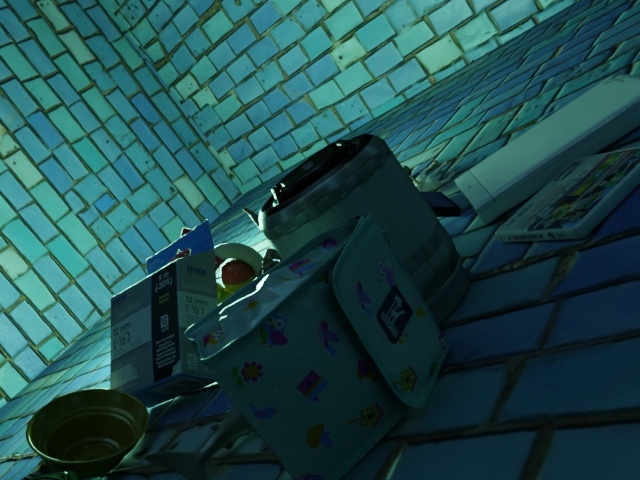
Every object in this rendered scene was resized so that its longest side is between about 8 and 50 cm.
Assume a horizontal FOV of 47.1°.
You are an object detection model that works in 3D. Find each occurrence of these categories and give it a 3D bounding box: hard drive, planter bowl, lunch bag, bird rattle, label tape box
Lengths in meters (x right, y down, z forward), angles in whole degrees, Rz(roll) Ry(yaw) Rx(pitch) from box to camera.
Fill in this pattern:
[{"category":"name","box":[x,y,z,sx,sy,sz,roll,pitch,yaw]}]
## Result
[{"category":"hard drive","box":[0.410,-0.168,1.288,0.353,0.047,0.233,-34,13,10]},{"category":"planter bowl","box":[-0.429,0.376,1.370,0.217,0.090,0.217,3,23,-1]},{"category":"lunch bag","box":[0.013,0.123,0.868,0.262,0.223,0.160,-37,18,-11]},{"category":"bird rattle","box":[-0.225,0.076,1.718,0.206,0.254,0.143,-11,15,4]},{"category":"label tape box","box":[-0.328,0.146,1.522,0.249,0.348,0.115,-27,-29,37]}]

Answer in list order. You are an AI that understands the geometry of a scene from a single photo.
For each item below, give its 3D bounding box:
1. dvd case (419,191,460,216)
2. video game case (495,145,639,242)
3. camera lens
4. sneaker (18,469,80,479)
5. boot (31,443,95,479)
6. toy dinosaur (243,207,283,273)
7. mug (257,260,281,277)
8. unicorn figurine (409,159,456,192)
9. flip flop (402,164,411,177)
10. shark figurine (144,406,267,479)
[{"category":"dvd case","box":[0.129,-0.070,1.429,0.252,0.022,0.180,0,14,-3]},{"category":"video game case","box":[0.374,-0.066,1.062,0.201,0.023,0.183,-39,12,-18]},{"category":"camera lens","box":[0.061,0.000,1.073,0.219,0.274,0.219,-35,12,8]},{"category":"sneaker","box":[-0.529,0.487,1.300,0.343,0.134,0.146,-22,4,41]},{"category":"boot","box":[-0.509,0.435,1.515,0.197,0.073,0.152,-29,10,21]},{"category":"toy dinosaur","box":[0.000,0.000,1.420,0.200,0.295,0.127,-55,-23,-64]},{"category":"mug","box":[-0.070,0.082,1.529,0.150,0.113,0.169,-48,8,-3]},{"category":"unicorn figurine","box":[0.241,-0.134,1.631,0.111,0.060,0.162,-39,-4,-10]},{"category":"flip flop","box":[0.121,-0.115,1.810,0.277,0.080,0.112,-43,14,-29]},{"category":"shark figurine","box":[-0.107,0.235,1.056,0.278,0.116,0.166,-32,11,11]}]
